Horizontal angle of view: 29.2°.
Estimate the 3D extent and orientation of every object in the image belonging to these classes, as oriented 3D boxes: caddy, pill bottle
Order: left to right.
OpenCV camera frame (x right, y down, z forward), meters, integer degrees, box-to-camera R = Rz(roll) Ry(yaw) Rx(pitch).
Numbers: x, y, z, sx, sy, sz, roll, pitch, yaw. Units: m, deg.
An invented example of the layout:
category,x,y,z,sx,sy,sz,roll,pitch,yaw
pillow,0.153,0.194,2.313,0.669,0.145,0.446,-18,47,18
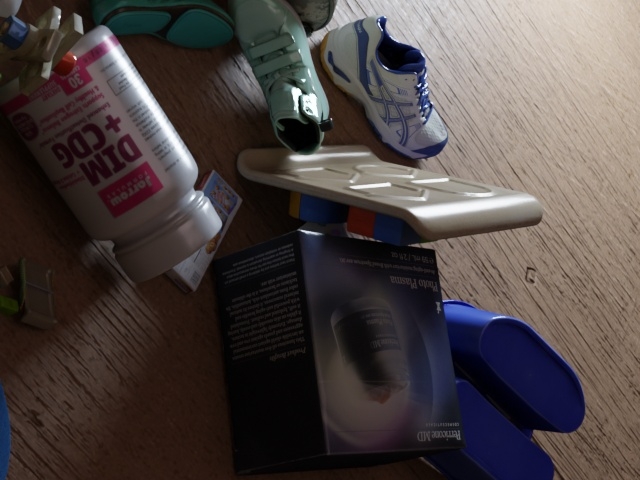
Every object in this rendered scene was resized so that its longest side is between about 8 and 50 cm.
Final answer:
category,x,y,z,sx,sy,sz,roll,pitch,yaw
pill bottle,-0.249,-0.101,1.485,0.283,0.160,0.160,57,41,-14
caddy,0.244,0.243,1.894,0.341,0.179,0.241,43,68,-30

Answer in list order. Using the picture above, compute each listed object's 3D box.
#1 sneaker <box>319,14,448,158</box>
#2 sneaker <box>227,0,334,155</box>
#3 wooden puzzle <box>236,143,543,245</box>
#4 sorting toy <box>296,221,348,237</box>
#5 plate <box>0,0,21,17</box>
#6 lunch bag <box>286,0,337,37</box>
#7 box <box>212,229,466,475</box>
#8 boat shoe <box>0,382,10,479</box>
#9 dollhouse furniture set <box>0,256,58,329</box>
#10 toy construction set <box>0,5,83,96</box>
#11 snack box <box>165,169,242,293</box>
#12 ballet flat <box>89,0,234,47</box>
category,x,y,z,sx,sy,sz,roll,pitch,yaw
sneaker,0.132,-0.244,2.004,0.296,0.131,0.112,40,46,-32
sneaker,-0.055,-0.244,1.765,0.256,0.094,0.151,60,15,-27
wooden puzzle,0.099,-0.058,1.781,0.322,0.348,0.080,-8,113,-50
sorting toy,0.000,0.000,1.829,0.075,0.045,0.083,-24,93,-31
plate,-0.449,-0.415,1.410,0.278,0.045,0.277,19,58,-18
lunch bag,-0.046,-0.488,1.843,0.256,0.212,0.305,51,43,-47
box,0.030,0.158,1.681,0.296,0.182,0.294,7,71,-47
boat shoe,-0.386,0.162,1.284,0.109,0.089,0.258,24,51,-56
dollhouse furniture set,-0.365,0.057,1.396,0.151,0.058,0.076,33,41,-60
toy construction set,-0.423,-0.251,1.304,0.327,0.215,0.151,33,10,-23
snack box,-0.162,-0.014,1.657,0.064,0.022,0.178,46,45,-24
ballet flat,-0.216,-0.322,1.683,0.247,0.083,0.087,-4,63,-51
